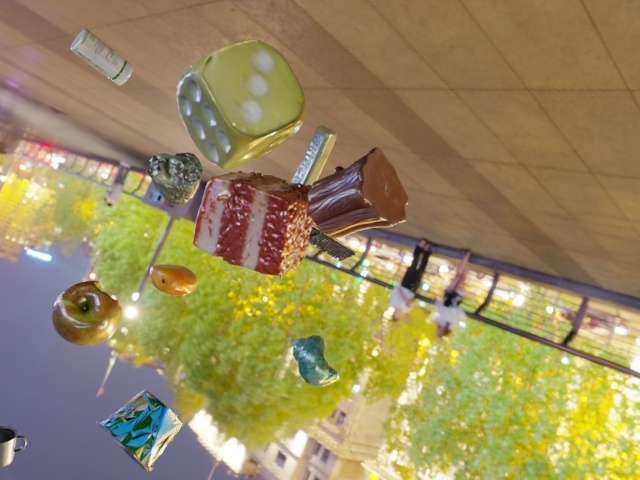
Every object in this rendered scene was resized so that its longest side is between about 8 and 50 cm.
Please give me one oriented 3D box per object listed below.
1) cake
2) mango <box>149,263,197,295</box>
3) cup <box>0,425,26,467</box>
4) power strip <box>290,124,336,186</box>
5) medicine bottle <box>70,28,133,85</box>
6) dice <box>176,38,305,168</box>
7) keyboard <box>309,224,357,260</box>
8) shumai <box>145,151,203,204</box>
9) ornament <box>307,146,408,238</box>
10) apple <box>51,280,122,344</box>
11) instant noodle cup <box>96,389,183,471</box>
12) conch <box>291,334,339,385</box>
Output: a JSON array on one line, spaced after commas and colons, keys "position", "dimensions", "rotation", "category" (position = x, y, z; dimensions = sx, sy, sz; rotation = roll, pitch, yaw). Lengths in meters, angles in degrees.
[{"position": [-0.204, -0.067, 1.755], "dimensions": [0.319, 0.270, 0.269], "rotation": [16, -166, 13], "category": "cake"}, {"position": [-0.525, 0.141, 2.012], "dimensions": [0.141, 0.102, 0.217], "rotation": [15, -178, 23], "category": "mango"}, {"position": [-0.822, 0.537, 1.445], "dimensions": [0.100, 0.077, 0.078], "rotation": [6, -167, -22], "category": "cup"}, {"position": [-0.055, -0.249, 2.111], "dimensions": [0.066, 0.388, 0.092], "rotation": [13, -162, -42], "category": "power strip"}, {"position": [-0.716, -0.600, 1.826], "dimensions": [0.086, 0.086, 0.183], "rotation": [17, 165, 49], "category": "medicine bottle"}, {"position": [-0.196, -0.330, 1.369], "dimensions": [0.227, 0.233, 0.238], "rotation": [-25, 95, 57], "category": "dice"}, {"position": [0.000, 0.000, 2.148], "dimensions": [0.317, 0.027, 0.106], "rotation": [30, 144, -34], "category": "keyboard"}, {"position": [-0.675, -0.295, 2.526], "dimensions": [0.218, 0.256, 0.189], "rotation": [23, -168, -30], "category": "shumai"}, {"position": [0.093, -0.121, 1.554], "dimensions": [0.217, 0.221, 0.235], "rotation": [-18, 172, 39], "category": "ornament"}, {"position": [-0.879, 0.278, 2.105], "dimensions": [0.246, 0.246, 0.226], "rotation": [24, 151, -8], "category": "apple"}, {"position": [-0.582, 0.616, 1.834], "dimensions": [0.240, 0.178, 0.240], "rotation": [31, 149, 21], "category": "instant noodle cup"}, {"position": [-0.029, 0.443, 2.068], "dimensions": [0.196, 0.134, 0.202], "rotation": [87, 159, -63], "category": "conch"}]
